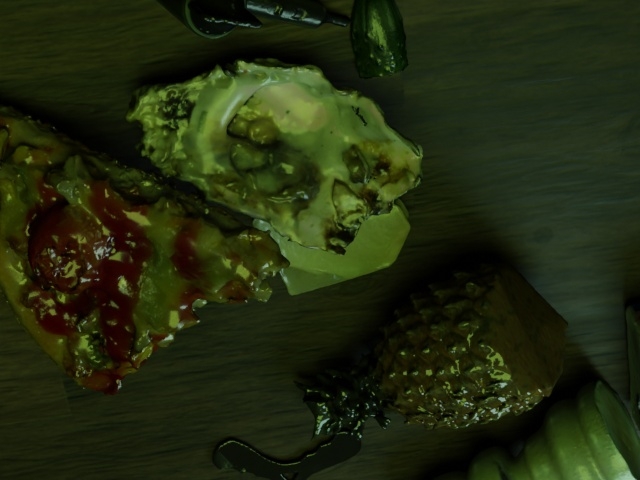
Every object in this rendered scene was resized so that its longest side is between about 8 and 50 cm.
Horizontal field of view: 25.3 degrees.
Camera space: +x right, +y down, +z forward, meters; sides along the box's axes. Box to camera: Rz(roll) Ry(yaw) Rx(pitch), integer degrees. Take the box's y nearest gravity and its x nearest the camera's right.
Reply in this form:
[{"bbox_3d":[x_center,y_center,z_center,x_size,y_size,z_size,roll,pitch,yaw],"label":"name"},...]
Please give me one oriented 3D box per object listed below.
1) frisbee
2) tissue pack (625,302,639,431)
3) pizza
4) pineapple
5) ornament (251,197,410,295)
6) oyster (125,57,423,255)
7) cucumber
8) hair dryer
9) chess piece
[{"bbox_3d":[-0.048,0.348,2.043,0.211,0.012,0.187,-2,121,-4],"label":"frisbee"},{"bbox_3d":[0.557,0.170,1.915,0.269,0.137,0.209,-8,122,0],"label":"tissue pack"},{"bbox_3d":[-0.238,0.019,1.706,0.406,0.130,0.440,-2,126,29],"label":"pizza"},{"bbox_3d":[0.130,0.165,1.873,0.362,0.202,0.202,-24,121,30],"label":"pineapple"},{"bbox_3d":[0.000,0.000,1.821,0.201,0.059,0.180,17,117,-16],"label":"ornament"},{"bbox_3d":[-0.054,-0.122,1.710,0.354,0.107,0.201,24,104,-7],"label":"oyster"},{"bbox_3d":[0.068,-0.246,1.698,0.067,0.035,0.107,-11,118,4],"label":"cucumber"},{"bbox_3d":[-0.059,-0.264,1.613,0.248,0.195,0.078,5,115,-32],"label":"hair dryer"},{"bbox_3d":[0.283,0.341,1.988,0.330,0.182,0.182,-29,118,19],"label":"chess piece"}]
